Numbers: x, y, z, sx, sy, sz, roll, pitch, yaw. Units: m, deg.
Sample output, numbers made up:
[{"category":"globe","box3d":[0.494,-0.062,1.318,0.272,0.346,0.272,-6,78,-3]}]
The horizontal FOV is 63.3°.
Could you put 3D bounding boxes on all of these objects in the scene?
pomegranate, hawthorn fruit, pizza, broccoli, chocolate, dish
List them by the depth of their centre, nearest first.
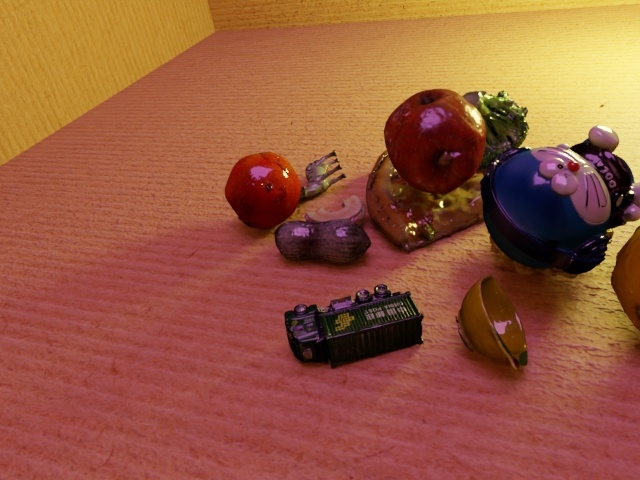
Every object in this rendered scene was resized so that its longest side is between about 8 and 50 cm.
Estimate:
[{"category":"dish","box3d":[0.310,0.159,0.965,0.080,0.148,0.208,-35,31,32]},{"category":"chocolate","box3d":[0.000,0.000,1.265,0.247,0.110,0.110,-2,36,21]},{"category":"hawthorn fruit","box3d":[0.281,-0.241,1.288,0.258,0.258,0.262,-4,64,9]},{"category":"pizza","box3d":[0.265,-0.113,1.378,0.434,0.080,0.392,17,43,35]},{"category":"pomegranate","box3d":[-0.157,-0.144,1.417,0.210,0.210,0.235,-12,36,-3]},{"category":"broccoli","box3d":[0.465,-0.335,1.517,0.269,0.241,0.262,-15,52,30]}]

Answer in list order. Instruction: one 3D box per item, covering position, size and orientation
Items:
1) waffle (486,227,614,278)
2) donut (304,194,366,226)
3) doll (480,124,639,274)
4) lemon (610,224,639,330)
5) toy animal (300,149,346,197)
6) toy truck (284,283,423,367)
[{"category":"waffle","box3d":[0.505,-0.018,1.152,0.290,0.051,0.291,-8,37,6]},{"category":"donut","box3d":[0.050,-0.053,1.359,0.165,0.065,0.108,-19,37,-13]},{"category":"doll","box3d":[0.464,-0.076,1.018,0.309,0.240,0.284,-20,63,-30]},{"category":"lemon","box3d":[0.660,0.057,0.898,0.260,0.261,0.284,20,38,35]},{"category":"toy animal","box3d":[-0.014,-0.188,1.561,0.175,0.074,0.217,-23,31,8]},{"category":"toy truck","box3d":[0.062,0.169,1.033,0.258,0.088,0.121,-13,36,-6]}]
